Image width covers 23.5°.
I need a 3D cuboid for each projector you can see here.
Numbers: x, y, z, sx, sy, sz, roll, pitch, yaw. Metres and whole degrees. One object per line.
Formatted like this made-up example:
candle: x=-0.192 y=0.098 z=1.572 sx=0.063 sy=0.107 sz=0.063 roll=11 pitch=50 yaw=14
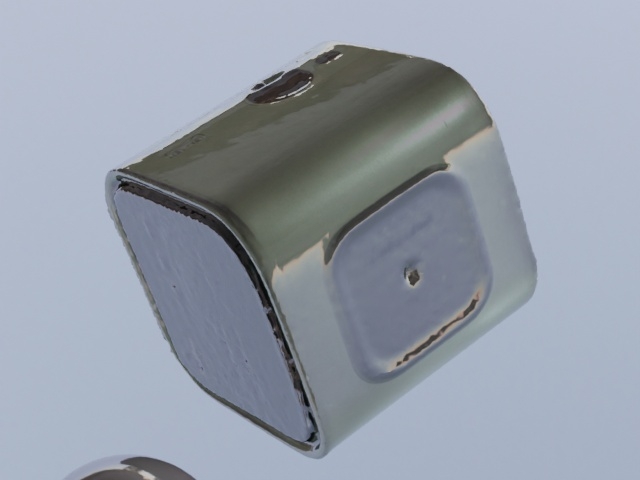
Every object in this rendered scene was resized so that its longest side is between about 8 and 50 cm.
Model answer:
projector: x=0.000 y=0.000 z=1.308 sx=0.249 sy=0.248 sz=0.248 roll=-34 pitch=-149 yaw=-25

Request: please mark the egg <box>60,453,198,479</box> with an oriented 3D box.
egg: x=-0.126 y=0.219 z=1.024 sx=0.146 sy=0.199 sz=0.146 roll=3 pitch=-120 yaw=-4
